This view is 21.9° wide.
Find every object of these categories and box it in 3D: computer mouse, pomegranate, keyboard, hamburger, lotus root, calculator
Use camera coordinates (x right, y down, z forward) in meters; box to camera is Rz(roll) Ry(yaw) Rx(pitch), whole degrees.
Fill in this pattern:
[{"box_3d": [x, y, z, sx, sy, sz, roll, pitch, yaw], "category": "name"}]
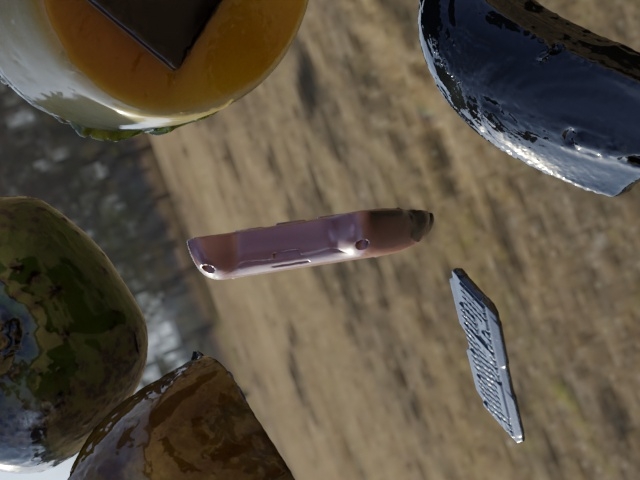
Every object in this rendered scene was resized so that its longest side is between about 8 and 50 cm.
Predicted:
[{"box_3d": [0.153, -0.112, 1.196, 0.217, 0.073, 0.122, 30, 144, 14], "category": "computer mouse"}, {"box_3d": [-0.329, 0.102, 1.747, 0.340, 0.285, 0.285, 173, 77, -80], "category": "pomegranate"}, {"box_3d": [0.206, 0.144, 2.044, 0.106, 0.016, 0.262, 51, 164, 45], "category": "keyboard"}, {"box_3d": [-0.152, -0.223, 1.349, 0.176, 0.300, 0.300, 14, 127, 56], "category": "hamburger"}, {"box_3d": [-0.136, 0.225, 1.424, 0.188, 0.180, 0.199, 52, 151, 22], "category": "lotus root"}, {"box_3d": [0.000, 0.000, 1.606, 0.329, 0.220, 0.048, -11, -89, -77], "category": "calculator"}]
